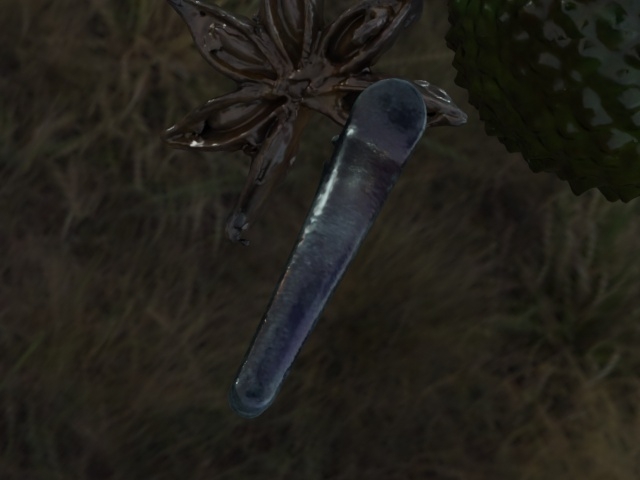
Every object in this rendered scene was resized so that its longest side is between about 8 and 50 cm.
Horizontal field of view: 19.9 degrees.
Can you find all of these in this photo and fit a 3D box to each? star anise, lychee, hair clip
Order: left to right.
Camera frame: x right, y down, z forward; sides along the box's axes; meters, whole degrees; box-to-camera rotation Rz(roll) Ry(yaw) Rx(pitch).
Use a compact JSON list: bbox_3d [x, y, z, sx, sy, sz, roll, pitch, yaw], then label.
[{"bbox_3d":[-0.015,-0.113,1.180,0.171,0.208,0.063,61,20,-3],"label":"star anise"},{"bbox_3d":[0.000,0.000,1.010,0.048,0.083,0.275,33,34,-2],"label":"hair clip"},{"bbox_3d":[0.122,-0.088,0.715,0.171,0.171,0.171,7,68,-19],"label":"lychee"}]
